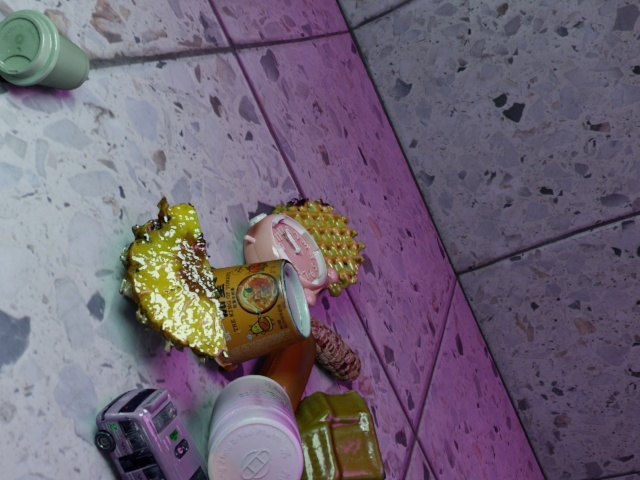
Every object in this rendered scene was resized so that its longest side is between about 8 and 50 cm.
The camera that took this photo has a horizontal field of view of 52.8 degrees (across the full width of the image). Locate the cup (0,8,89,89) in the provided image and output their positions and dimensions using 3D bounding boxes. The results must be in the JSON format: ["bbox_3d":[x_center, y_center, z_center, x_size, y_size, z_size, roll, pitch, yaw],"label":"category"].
[{"bbox_3d":[-0.450,-0.299,1.056,0.141,0.120,0.120,16,56,-74],"label":"cup"}]

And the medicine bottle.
[{"bbox_3d":[-0.112,0.332,1.091,0.254,0.152,0.152,-156,-137,-83],"label":"medicine bottle"}]

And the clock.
[{"bbox_3d":[-0.096,0.050,1.525,0.241,0.142,0.227,57,24,-3],"label":"clock"}]

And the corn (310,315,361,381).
[{"bbox_3d":[0.019,0.274,1.634,0.253,0.086,0.086,50,30,-36],"label":"corn"}]

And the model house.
[{"bbox_3d":[-0.003,0.460,1.369,0.239,0.173,0.268,5,49,-25],"label":"model house"}]

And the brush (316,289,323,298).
[{"bbox_3d":[-0.002,0.113,1.770,0.327,0.065,0.070,-38,111,-56],"label":"brush"}]

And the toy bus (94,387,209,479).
[{"bbox_3d":[-0.249,0.324,0.977,0.199,0.108,0.096,66,23,-8],"label":"toy bus"}]

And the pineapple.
[{"bbox_3d":[-0.278,0.079,1.127,0.161,0.158,0.335,-7,69,-26],"label":"pineapple"}]

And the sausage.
[{"bbox_3d":[-0.084,0.302,1.371,0.112,0.112,0.328,60,27,-21],"label":"sausage"}]

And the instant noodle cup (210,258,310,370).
[{"bbox_3d":[-0.125,0.135,1.276,0.216,0.172,0.216,-15,90,-80],"label":"instant noodle cup"}]

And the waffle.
[{"bbox_3d":[0.002,-0.002,1.763,0.307,0.060,0.312,48,34,-8],"label":"waffle"}]
